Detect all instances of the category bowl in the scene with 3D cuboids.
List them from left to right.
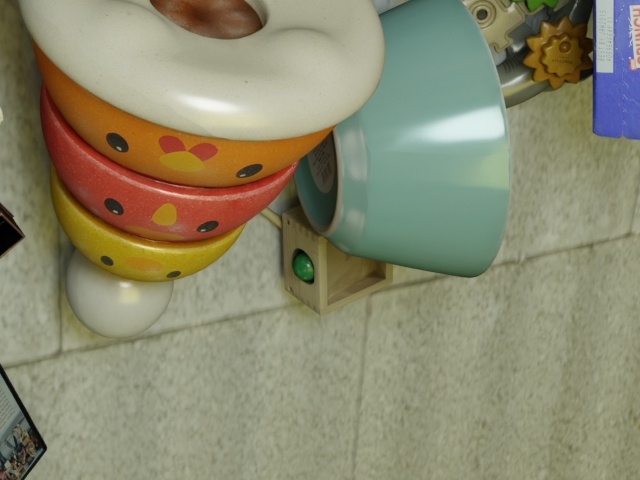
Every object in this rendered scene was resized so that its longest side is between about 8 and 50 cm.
[{"bbox_3d":[0.067,-0.102,1.696,0.163,0.311,0.312,-9,122,-18],"label":"bowl"}]

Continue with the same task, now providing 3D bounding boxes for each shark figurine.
[{"bbox_3d":[0.289,-0.246,1.861,0.166,0.116,0.278,13,112,-37],"label":"shark figurine"}]

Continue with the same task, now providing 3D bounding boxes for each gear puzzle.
[{"bbox_3d":[0.191,-0.288,1.750,0.175,0.044,0.339,-36,117,9],"label":"gear puzzle"}]

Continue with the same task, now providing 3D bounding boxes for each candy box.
[{"bbox_3d":[0.370,-0.300,1.744,0.122,0.317,0.268,5,126,15],"label":"candy box"}]

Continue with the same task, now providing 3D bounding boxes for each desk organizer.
[{"bbox_3d":[-0.374,0.014,1.659,0.130,0.050,0.047,-41,130,-3],"label":"desk organizer"}]

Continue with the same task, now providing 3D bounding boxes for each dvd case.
[{"bbox_3d":[-0.397,0.206,1.724,0.180,0.022,0.253,-55,140,-36],"label":"dvd case"}]

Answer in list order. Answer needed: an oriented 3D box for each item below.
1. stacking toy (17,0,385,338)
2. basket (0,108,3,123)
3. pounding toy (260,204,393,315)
[{"bbox_3d":[-0.157,-0.074,1.618,0.350,0.351,0.480,-7,137,-27],"label":"stacking toy"},{"bbox_3d":[-0.369,-0.156,1.437,0.103,0.167,0.113,-28,129,-17],"label":"basket"},{"bbox_3d":[0.000,0.000,1.860,0.141,0.100,0.130,-23,129,-31],"label":"pounding toy"}]
